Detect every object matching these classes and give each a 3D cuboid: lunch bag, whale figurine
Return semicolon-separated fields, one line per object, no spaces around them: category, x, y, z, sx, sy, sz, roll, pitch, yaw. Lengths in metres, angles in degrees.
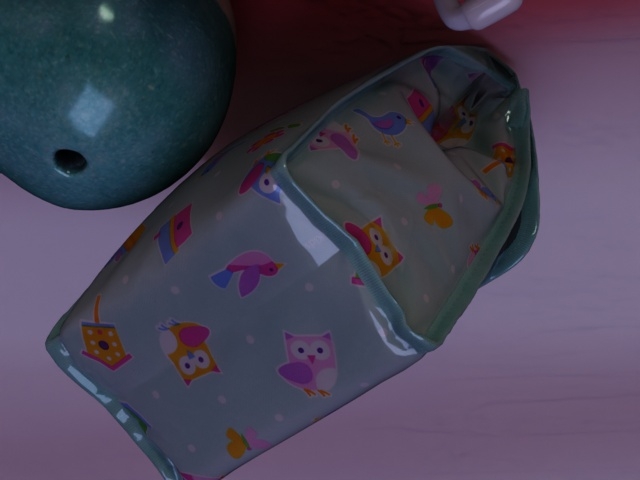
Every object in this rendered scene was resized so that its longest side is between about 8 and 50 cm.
lunch bag;0.000;0.000;1.144;0.223;0.262;0.160;-34;99;35
whale figurine;-0.184;-0.102;1.109;0.272;0.141;0.216;10;138;-10

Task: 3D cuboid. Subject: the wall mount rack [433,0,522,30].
wall mount rack;0.125;-0.264;0.935;0.304;0.130;0.350;-34;130;16
